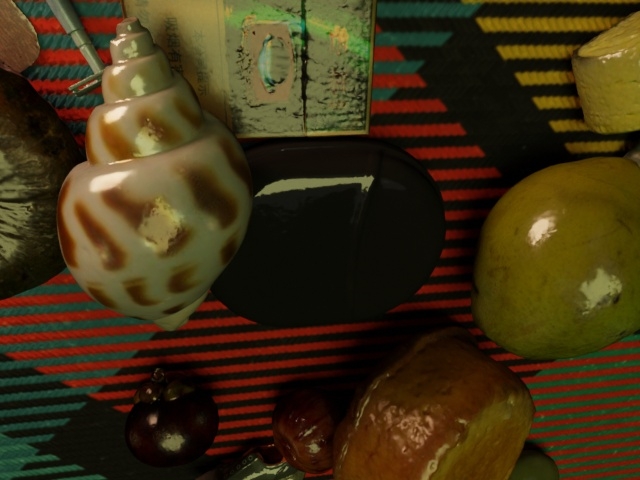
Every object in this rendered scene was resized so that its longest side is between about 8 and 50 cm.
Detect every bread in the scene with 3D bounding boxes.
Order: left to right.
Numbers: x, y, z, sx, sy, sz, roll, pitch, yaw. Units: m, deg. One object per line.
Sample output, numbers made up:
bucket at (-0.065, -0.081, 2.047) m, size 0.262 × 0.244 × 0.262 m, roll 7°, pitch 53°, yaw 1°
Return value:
bread at (0.158, 0.274, 0.660) m, size 0.312 × 0.172 × 0.313 m, roll -16°, pitch 117°, yaw -33°
bread at (0.365, -0.187, 0.530) m, size 0.129 × 0.111 × 0.114 m, roll -34°, pitch 109°, yaw 4°

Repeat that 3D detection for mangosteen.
mangosteen at (-0.212, 0.245, 0.661) m, size 0.139 × 0.140 × 0.140 m, roll -4°, pitch 118°, yaw -7°

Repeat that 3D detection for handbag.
handbag at (0.000, 0.001, 0.566) m, size 0.307 × 0.093 × 0.254 m, roll -3°, pitch 122°, yaw -7°

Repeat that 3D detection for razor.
razor at (-0.246, -0.217, 0.454) m, size 0.068 × 0.040 × 0.135 m, roll -25°, pitch 114°, yaw 4°

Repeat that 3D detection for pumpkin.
pumpkin at (-0.341, -0.045, 0.414) m, size 0.260 × 0.189 × 0.261 m, roll -10°, pitch 107°, yaw -33°

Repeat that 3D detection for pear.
pear at (0.297, 0.025, 0.570) m, size 0.212 × 0.212 × 0.269 m, roll 31°, pitch 103°, yaw -22°

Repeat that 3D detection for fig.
fig at (-0.007, 0.272, 0.707) m, size 0.128 × 0.128 × 0.150 m, roll 38°, pitch 82°, yaw -24°

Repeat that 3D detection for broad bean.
broad bean at (0.333, 0.494, 0.871) m, size 0.263 × 0.121 × 0.189 m, roll -41°, pitch 116°, yaw -15°

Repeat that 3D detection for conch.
conch at (-0.150, -0.038, 0.417) m, size 0.148 × 0.182 × 0.275 m, roll -2°, pitch 114°, yaw -57°

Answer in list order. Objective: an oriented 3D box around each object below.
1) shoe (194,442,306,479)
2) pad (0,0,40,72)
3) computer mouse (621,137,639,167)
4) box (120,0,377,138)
shoe at (-0.123, 0.377, 0.770) m, size 0.194 × 0.074 × 0.077 m, roll -9°, pitch 107°, yaw -7°
pad at (-0.414, -0.248, 0.427) m, size 0.176 × 0.002 × 0.266 m, roll -30°, pitch 118°, yaw 8°
computer mouse at (0.537, -0.134, 0.561) m, size 0.228 × 0.145 × 0.429 m, roll 16°, pitch 114°, yaw -14°
box at (-0.066, -0.188, 0.477) m, size 0.239 × 0.071 × 0.160 m, roll -4°, pitch 116°, yaw -7°
